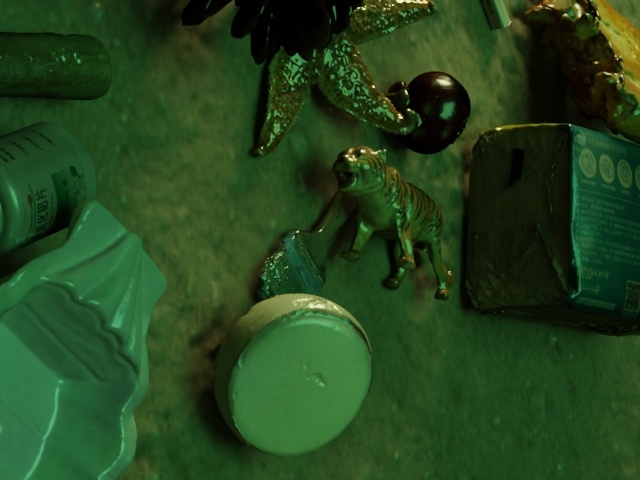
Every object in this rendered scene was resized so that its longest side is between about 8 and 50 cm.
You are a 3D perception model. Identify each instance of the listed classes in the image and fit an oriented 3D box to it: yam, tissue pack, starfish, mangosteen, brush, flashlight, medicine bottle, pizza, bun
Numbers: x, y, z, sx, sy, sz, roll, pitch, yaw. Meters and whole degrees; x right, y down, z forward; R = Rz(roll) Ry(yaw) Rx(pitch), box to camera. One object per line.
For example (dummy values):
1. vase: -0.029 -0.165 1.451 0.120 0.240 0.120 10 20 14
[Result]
1. yam: -0.214 -0.129 1.369 0.132 0.054 0.054 -6 90 -50
2. tissue pack: 0.272 -0.006 1.893 0.271 0.134 0.192 14 74 -50
3. starfish: 0.012 -0.199 1.667 0.231 0.048 0.295 16 70 -37
4. mangosteen: 0.102 -0.123 1.744 0.081 0.081 0.081 9 78 -50
5. brush: 0.000 0.000 1.644 0.196 0.021 0.070 -55 128 -40
6. flashlight: 0.172 -0.257 1.892 0.018 0.018 0.083 -44 119 -44
7. medicine bottle: -0.229 -0.031 1.315 0.130 0.080 0.080 -29 108 -50
8. pizza: 0.297 -0.192 1.970 0.228 0.081 0.289 53 22 -4
9. bun: -0.031 0.104 1.541 0.138 0.094 0.138 -8 111 -22

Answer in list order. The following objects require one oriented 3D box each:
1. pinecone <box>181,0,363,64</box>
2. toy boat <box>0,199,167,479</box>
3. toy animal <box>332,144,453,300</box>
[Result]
1. pinecone: -0.069 -0.283 1.450 0.292 0.246 0.246 34 59 -24
2. toy boat: -0.213 0.112 1.287 0.290 0.100 0.199 -61 138 -27
3. toy animal: 0.075 -0.013 1.697 0.241 0.057 0.099 30 62 -58
